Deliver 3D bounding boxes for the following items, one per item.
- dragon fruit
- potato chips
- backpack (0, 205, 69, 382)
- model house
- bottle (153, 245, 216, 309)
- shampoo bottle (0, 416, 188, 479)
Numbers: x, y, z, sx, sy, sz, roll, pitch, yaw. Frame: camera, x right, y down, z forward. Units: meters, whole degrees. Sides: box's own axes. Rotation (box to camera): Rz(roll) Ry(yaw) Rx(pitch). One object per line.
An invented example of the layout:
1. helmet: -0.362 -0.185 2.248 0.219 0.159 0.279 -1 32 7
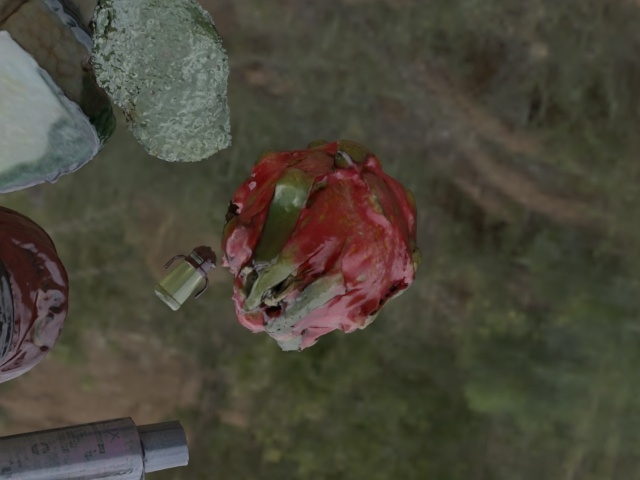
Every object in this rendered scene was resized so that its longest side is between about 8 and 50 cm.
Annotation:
1. dragon fruit: -0.009 0.004 2.109 0.237 0.303 0.231 -19 113 34
2. potato chips: -0.150 -0.183 1.643 0.167 0.228 0.059 -33 180 41
3. backpack: -0.361 0.059 1.791 0.229 0.229 0.139 17 -170 -24
4. model house: -0.362 -0.251 2.248 0.298 0.284 0.243 -17 127 45
5. bottle: -0.186 0.050 2.490 0.047 0.101 0.063 34 168 50
6. shampoo bottle: -0.227 0.202 1.609 0.214 0.072 0.072 -7 178 -22
